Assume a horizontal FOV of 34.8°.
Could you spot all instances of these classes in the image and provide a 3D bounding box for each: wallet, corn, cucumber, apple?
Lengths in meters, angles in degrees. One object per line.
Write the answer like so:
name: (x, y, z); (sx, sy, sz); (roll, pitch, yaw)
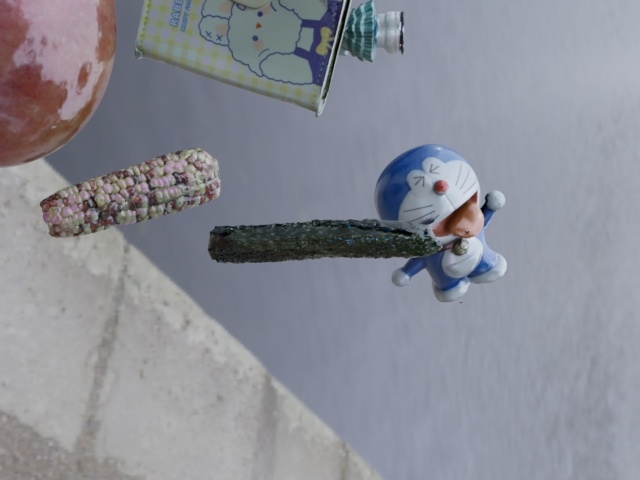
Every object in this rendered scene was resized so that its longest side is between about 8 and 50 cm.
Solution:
wallet: (-0.118, -0.340, 1.568); (0.077, 0.310, 0.223); (-40, 147, -76)
corn: (-0.283, -0.069, 1.556); (0.092, 0.281, 0.092); (162, -90, -75)
cucumber: (0.000, -0.001, 1.055); (0.044, 0.257, 0.043); (52, 42, -56)
apple: (-0.415, -0.258, 1.318); (0.269, 0.345, 0.344); (13, 75, -71)

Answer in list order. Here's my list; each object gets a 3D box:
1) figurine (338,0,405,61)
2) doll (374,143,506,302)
figurine: (0.023, -0.358, 1.781); (0.110, 0.246, 0.137); (75, 18, -73)
doll: (0.183, -0.021, 1.573); (0.256, 0.215, 0.161); (56, 1, -27)
